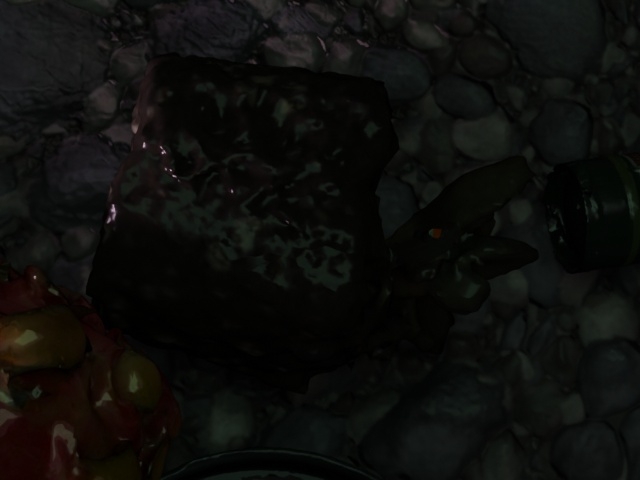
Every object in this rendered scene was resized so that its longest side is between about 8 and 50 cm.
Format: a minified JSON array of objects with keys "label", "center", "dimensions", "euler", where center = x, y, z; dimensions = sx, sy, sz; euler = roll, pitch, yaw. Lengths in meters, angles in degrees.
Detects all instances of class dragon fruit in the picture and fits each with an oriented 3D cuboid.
[{"label":"dragon fruit","center":[-0.236,0.127,1.022],"dimensions":[0.291,0.269,0.250],"euler":[-11,91,7]}]

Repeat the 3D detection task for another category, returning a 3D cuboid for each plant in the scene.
[{"label":"plant","center":[0.000,0.000,1.146],"dimensions":[0.312,0.215,0.213],"euler":[18,67,-6]}]

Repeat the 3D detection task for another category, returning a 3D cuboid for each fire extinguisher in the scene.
[{"label":"fire extinguisher","center":[0.332,-0.040,1.279],"dimensions":[0.294,0.118,0.093],"euler":[-8,109,-12]}]

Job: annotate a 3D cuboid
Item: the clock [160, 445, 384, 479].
[{"label":"clock","center":[-0.038,0.310,1.116],"dimensions":[0.325,0.067,0.325],"euler":[3,71,-9]}]
